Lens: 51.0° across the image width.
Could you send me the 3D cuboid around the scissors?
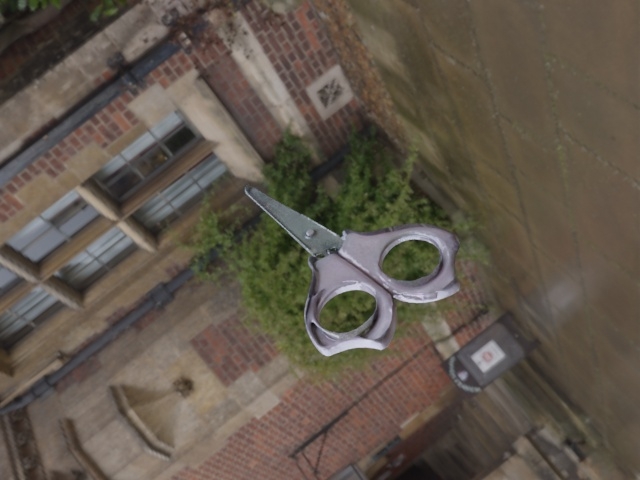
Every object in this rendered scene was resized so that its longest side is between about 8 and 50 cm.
[{"bbox_3d":[0.000,0.000,0.413,0.189,0.100,0.015,37,160,45],"label":"scissors"}]
